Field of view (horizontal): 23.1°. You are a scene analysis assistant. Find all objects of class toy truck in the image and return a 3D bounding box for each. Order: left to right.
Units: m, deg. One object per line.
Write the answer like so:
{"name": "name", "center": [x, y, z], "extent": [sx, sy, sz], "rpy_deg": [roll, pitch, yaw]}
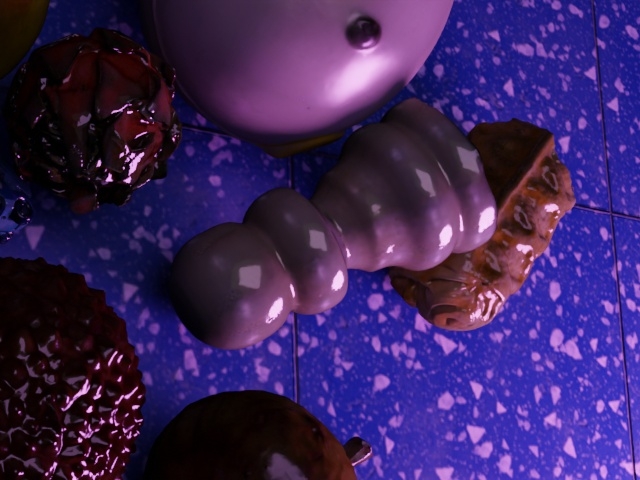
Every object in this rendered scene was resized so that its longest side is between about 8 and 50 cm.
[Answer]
{"name": "toy truck", "center": [-0.315, -0.048, 1.494], "extent": [0.073, 0.056, 0.090], "rpy_deg": [9, 56, -43]}

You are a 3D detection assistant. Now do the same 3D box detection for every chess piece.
{"name": "chess piece", "center": [0.000, 0.000, 1.604], "extent": [0.330, 0.182, 0.182], "rpy_deg": [-29, 93, -19]}

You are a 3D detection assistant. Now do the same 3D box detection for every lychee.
{"name": "lychee", "center": [-0.277, 0.142, 1.341], "extent": [0.264, 0.300, 0.264], "rpy_deg": [-3, 112, -8]}

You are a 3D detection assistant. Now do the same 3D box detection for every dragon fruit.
{"name": "dragon fruit", "center": [-0.218, -0.115, 1.490], "extent": [0.182, 0.188, 0.182], "rpy_deg": [-12, 113, -30]}

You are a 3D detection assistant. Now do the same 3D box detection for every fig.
{"name": "fig", "center": [-0.027, 0.248, 1.543], "extent": [0.321, 0.217, 0.217], "rpy_deg": [-1, 75, -59]}

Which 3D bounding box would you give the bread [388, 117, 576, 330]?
{"name": "bread", "center": [0.182, -0.012, 1.796], "extent": [0.152, 0.130, 0.268], "rpy_deg": [26, 54, 15]}

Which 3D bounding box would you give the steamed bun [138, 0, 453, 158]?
{"name": "steamed bun", "center": [-0.017, -0.278, 1.616], "extent": [0.334, 0.334, 0.374], "rpy_deg": [42, 71, -18]}

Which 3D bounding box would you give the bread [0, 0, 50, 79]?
{"name": "bread", "center": [-0.416, -0.285, 1.406], "extent": [0.376, 0.208, 0.251], "rpy_deg": [23, 67, -33]}
